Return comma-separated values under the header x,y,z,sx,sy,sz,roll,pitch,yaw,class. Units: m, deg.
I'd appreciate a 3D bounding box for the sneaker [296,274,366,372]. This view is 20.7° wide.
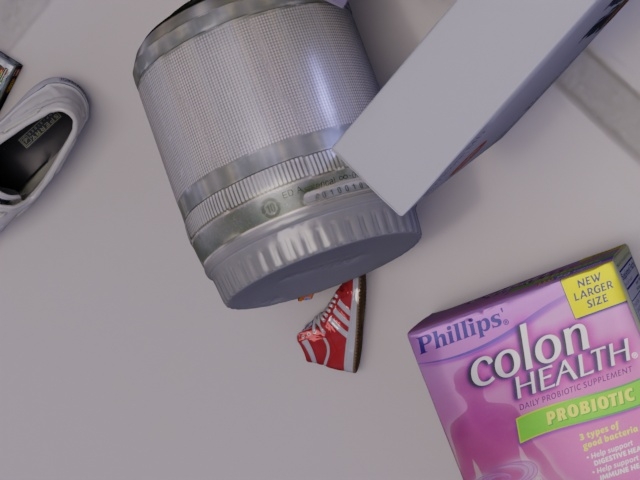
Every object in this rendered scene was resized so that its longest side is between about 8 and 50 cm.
x,y,z,sx,sy,sz,roll,pitch,yaw,class
0.011,0.074,1.779,0.067,0.042,0.119,7,101,12,sneaker

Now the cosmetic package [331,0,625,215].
x,y,z,sx,sy,sz,roll,pitch,yaw,class
0.200,-0.211,1.523,0.097,0.284,0.377,45,119,7,cosmetic package

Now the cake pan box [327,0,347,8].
x,y,z,sx,sy,sz,roll,pitch,yaw,class
-0.083,-0.315,1.611,0.266,0.246,0.070,22,109,-14,cake pan box

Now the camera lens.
x,y,z,sx,sy,sz,roll,pitch,yaw,class
-0.042,-0.097,1.658,0.219,0.219,0.274,-24,78,18,camera lens

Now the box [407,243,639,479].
x,y,z,sx,sy,sz,roll,pitch,yaw,class
0.233,0.156,1.686,0.213,0.117,0.243,-21,91,18,box

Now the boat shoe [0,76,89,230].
x,y,z,sx,sy,sz,roll,pitch,yaw,class
-0.342,-0.064,1.829,0.095,0.084,0.258,35,108,-17,boat shoe

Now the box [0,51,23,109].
x,y,z,sx,sy,sz,roll,pitch,yaw,class
-0.390,-0.152,1.874,0.094,0.027,0.137,32,105,8,box

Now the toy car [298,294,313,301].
x,y,z,sx,sy,sz,roll,pitch,yaw,class
0.000,0.000,1.767,0.040,0.060,0.122,8,107,-12,toy car
